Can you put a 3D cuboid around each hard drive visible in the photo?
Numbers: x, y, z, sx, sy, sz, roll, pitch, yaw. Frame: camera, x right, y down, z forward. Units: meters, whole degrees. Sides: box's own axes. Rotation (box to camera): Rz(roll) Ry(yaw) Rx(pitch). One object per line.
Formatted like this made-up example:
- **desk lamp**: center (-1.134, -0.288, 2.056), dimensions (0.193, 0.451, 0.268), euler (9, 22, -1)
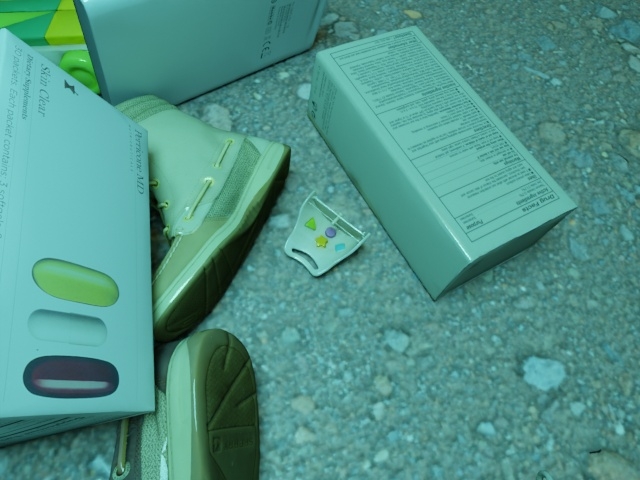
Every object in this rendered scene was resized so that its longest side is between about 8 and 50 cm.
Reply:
- **hard drive**: center (-0.119, -0.259, 0.550), dimensions (0.307, 0.203, 0.040), euler (-32, 82, -23)

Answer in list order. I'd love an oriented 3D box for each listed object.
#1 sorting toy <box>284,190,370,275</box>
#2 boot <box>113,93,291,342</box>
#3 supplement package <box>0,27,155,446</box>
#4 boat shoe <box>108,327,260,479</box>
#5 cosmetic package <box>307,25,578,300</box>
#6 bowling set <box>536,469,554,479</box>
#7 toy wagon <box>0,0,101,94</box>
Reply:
- **sorting toy**: center (0.000, 0.000, 0.524), dimensions (0.083, 0.045, 0.075), euler (39, 70, 12)
- **boot**: center (-0.170, -0.041, 0.486), dimensions (0.203, 0.095, 0.262), euler (24, 59, 4)
- **supplement package**: center (-0.259, 0.019, 0.358), dimensions (0.203, 0.145, 0.262), euler (-18, 67, 17)
- **boat shoe**: center (-0.118, 0.244, 0.345), dimensions (0.123, 0.123, 0.342), euler (-13, 66, 18)
- **cosmetic package**: center (0.127, -0.105, 0.558), dimensions (0.160, 0.113, 0.310), euler (-22, 68, -19)
- **bowling set**: center (0.052, 0.272, 0.318), dimensions (0.199, 0.154, 0.287), euler (25, 61, 5)
- **toy wagon**: center (-0.299, -0.310, 0.604), dimensions (0.344, 0.068, 0.268), euler (-1, 62, 4)
